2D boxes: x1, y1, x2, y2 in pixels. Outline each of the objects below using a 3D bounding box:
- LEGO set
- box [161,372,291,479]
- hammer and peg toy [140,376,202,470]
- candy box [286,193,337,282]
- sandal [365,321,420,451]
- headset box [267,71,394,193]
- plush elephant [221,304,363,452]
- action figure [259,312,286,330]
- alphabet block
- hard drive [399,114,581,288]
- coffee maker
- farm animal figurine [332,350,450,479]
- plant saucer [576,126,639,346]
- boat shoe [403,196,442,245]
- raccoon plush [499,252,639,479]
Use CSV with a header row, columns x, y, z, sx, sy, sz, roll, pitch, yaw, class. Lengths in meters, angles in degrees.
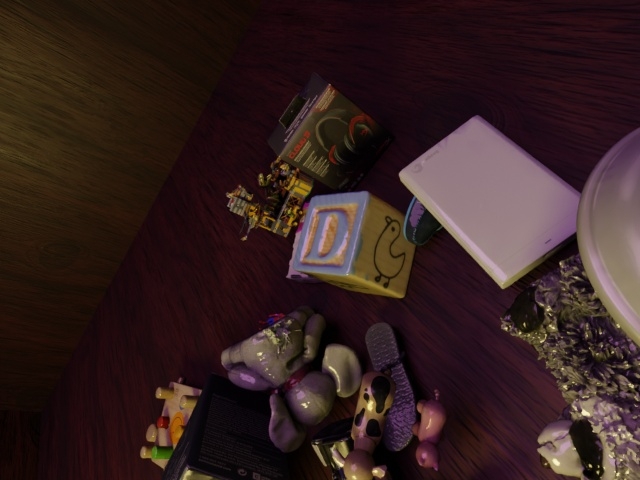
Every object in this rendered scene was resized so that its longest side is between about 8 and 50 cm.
x,y,z,sx,sy,sz,roll,pitch,yaw,class
-0.178,-0.150,1.275,0.255,0.192,0.331,-61,23,13,LEGO set
-0.229,0.535,0.910,0.294,0.212,0.395,-65,11,2,box
-0.489,0.597,1.353,0.361,0.127,0.266,-8,65,46,hammer and peg toy
0.000,0.000,1.148,0.159,0.071,0.234,-6,66,48,candy box
0.155,0.294,0.850,0.097,0.054,0.255,-23,51,28,sandal
0.019,-0.278,1.092,0.218,0.293,0.110,-51,41,16,headset box
-0.059,0.310,0.953,0.255,0.271,0.330,60,162,5,plush elephant
-0.141,0.241,1.223,0.115,0.030,0.038,-27,48,35,action figure
0.084,0.013,0.951,0.193,0.197,0.193,4,75,49,alphabet block
0.318,-0.087,0.773,0.203,0.040,0.308,-36,56,4,hard drive
0.087,0.427,0.768,0.171,0.120,0.178,-23,84,9,coffee maker
0.102,0.395,0.619,0.326,0.172,0.330,-40,81,3,farm animal figurine
0.502,-0.014,0.423,0.400,0.100,0.401,-6,63,12,plant saucer
0.269,-0.101,0.873,0.089,0.109,0.258,36,101,47,boat shoe
0.447,0.133,0.494,0.446,0.216,0.299,-45,52,24,raccoon plush
